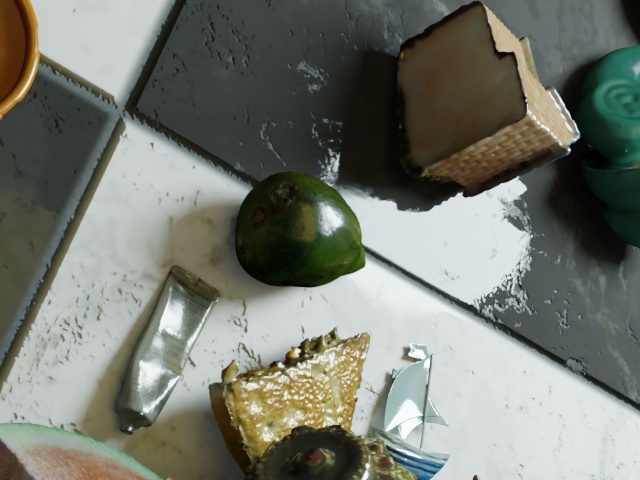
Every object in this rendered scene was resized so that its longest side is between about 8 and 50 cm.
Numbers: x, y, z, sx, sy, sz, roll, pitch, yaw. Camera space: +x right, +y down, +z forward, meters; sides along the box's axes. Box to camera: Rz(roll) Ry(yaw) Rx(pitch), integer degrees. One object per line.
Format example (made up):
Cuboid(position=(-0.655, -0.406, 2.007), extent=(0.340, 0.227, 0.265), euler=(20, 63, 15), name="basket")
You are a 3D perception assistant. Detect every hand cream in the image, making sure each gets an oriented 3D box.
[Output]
Cuboid(position=(-0.145, 0.102, 0.785), extent=(0.057, 0.037, 0.165), euler=(35, 56, -22), name="hand cream")

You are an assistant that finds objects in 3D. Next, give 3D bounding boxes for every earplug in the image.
Cuboid(position=(0.437, -0.123, 1.152), extent=(0.257, 0.164, 0.280), euler=(-34, 115, -69), name="earplug")

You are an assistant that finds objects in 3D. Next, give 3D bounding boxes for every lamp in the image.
Cuboid(position=(0.016, 0.296, 0.728), extent=(0.177, 0.177, 0.274), euler=(-25, 115, -34), name="lamp")

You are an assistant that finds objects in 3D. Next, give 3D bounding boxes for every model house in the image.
Cuboid(position=(0.198, -0.152, 0.992), extent=(0.172, 0.166, 0.183), euler=(21, 53, -44), name="model house")

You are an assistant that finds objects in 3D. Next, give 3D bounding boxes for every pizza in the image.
Cuboid(position=(-0.017, 0.157, 0.835), extent=(0.199, 0.062, 0.188), euler=(-46, 118, -36), name="pizza")

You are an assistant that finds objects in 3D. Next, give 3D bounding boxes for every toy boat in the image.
Cuboid(position=(0.095, 0.186, 0.912), extent=(0.105, 0.034, 0.149), euler=(0, 80, -35), name="toy boat")

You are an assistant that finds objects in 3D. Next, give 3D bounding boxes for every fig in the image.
Cuboid(position=(0.000, 0.000, 0.858), extent=(0.177, 0.117, 0.117), euler=(23, 68, -38), name="fig")

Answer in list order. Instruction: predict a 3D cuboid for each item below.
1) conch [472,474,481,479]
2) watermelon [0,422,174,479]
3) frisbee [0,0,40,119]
Cuboid(position=(0.158, 0.401, 0.880), extent=(0.093, 0.109, 0.330), euler=(4, 99, 6), name="conch")
Cuboid(position=(-0.162, 0.336, 0.638), extent=(0.319, 0.222, 0.292), euler=(33, 95, 16), name="watermelon")
Cuboid(position=(-0.336, -0.177, 0.715), extent=(0.192, 0.035, 0.192), euler=(7, 77, -32), name="frisbee")
